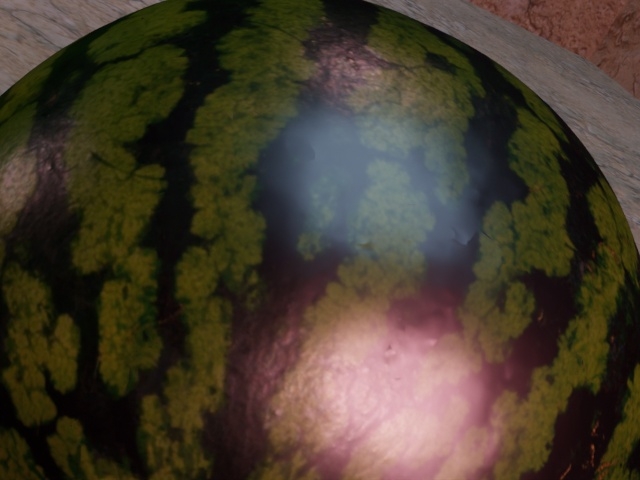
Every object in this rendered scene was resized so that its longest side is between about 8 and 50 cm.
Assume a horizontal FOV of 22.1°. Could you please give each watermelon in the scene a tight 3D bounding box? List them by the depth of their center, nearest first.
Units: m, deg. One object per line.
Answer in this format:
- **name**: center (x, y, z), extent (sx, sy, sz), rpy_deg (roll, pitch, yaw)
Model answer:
- **watermelon**: center (-0.021, 0.052, 0.587), extent (0.285, 0.285, 0.285), rpy_deg (28, 17, -9)
